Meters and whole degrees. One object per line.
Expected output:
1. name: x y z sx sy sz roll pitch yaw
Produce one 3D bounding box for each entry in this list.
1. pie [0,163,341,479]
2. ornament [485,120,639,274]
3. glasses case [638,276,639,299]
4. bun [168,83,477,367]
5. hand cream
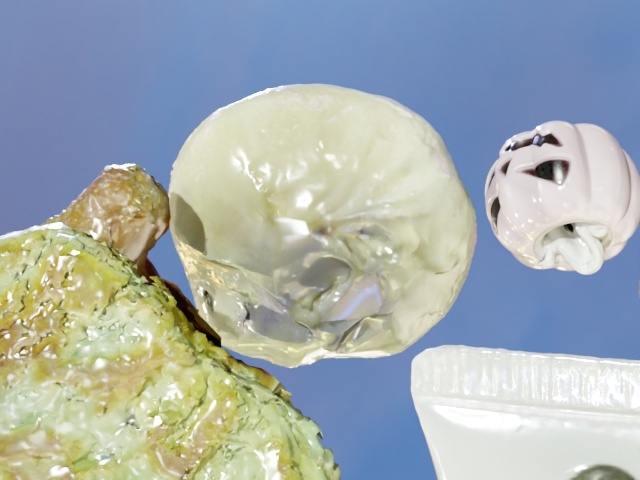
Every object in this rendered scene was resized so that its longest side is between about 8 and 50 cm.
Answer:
1. pie: -0.194 0.196 1.188 0.395 0.418 0.180 -31 174 15
2. ornament: 0.276 -0.042 1.743 0.177 0.177 0.177 -48 -152 36
3. glasses case: 0.288 -0.047 1.087 0.064 0.079 0.234 22 -95 36
4. bun: 0.003 -0.004 1.307 0.273 0.273 0.168 -55 -163 23
5. hand cream: 0.120 0.171 0.607 0.089 0.140 0.314 -63 149 -57
